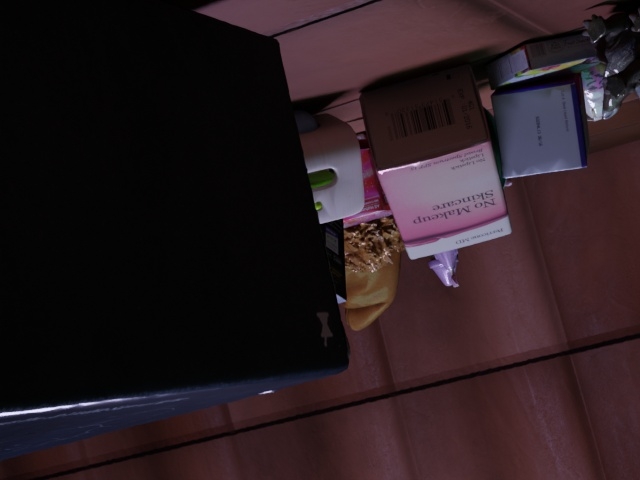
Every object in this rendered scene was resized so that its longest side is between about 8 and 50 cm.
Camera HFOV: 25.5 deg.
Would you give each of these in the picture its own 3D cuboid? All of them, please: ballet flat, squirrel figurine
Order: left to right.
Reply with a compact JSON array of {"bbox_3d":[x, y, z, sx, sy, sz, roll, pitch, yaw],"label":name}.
[{"bbox_3d":[0.000,0.000,2.858,0.370,0.281,0.397,3,151,-42],"label":"squirrel figurine"},{"bbox_3d":[0.397,-0.215,2.071,0.077,0.079,0.221,-14,176,8],"label":"ballet flat"}]

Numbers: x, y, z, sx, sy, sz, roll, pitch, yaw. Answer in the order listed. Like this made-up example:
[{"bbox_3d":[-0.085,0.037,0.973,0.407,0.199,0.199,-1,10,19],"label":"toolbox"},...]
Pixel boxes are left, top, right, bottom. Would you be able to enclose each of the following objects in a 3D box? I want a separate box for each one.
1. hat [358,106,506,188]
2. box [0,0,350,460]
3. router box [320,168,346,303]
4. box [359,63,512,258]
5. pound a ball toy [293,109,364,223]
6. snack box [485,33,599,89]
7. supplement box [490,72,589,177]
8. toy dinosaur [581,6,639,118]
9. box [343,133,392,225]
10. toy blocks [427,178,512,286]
[{"bbox_3d":[0.127,-0.102,1.973,0.184,0.173,0.208,-14,178,-39],"label":"hat"},{"bbox_3d":[-0.306,0.022,1.023,0.472,0.297,0.480,-15,172,24],"label":"box"},{"bbox_3d":[-0.116,-0.001,1.967,0.309,0.242,0.081,-17,150,27],"label":"router box"},{"bbox_3d":[0.152,-0.097,1.829,0.149,0.126,0.232,-15,148,7],"label":"box"},{"bbox_3d":[-0.133,-0.088,1.784,0.319,0.135,0.208,-13,-159,-19],"label":"pound a ball toy"},{"bbox_3d":[0.292,-0.228,1.782,0.141,0.037,0.100,-13,178,-24],"label":"snack box"},{"bbox_3d":[0.296,-0.159,1.880,0.114,0.111,0.220,-7,-170,14],"label":"supplement box"},{"bbox_3d":[0.405,-0.245,1.629,0.313,0.121,0.160,-33,179,44],"label":"toy dinosaur"},{"bbox_3d":[-0.015,-0.072,2.227,0.257,0.128,0.123,-15,177,18],"label":"box"},{"bbox_3d":[0.178,-0.037,2.491,0.309,0.260,0.288,-15,177,0],"label":"toy blocks"}]
